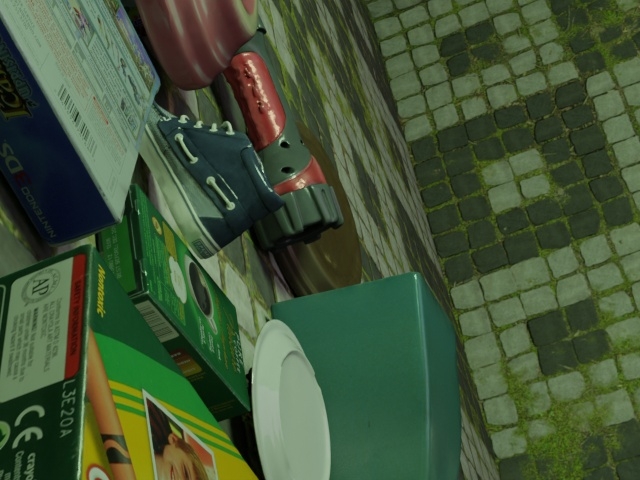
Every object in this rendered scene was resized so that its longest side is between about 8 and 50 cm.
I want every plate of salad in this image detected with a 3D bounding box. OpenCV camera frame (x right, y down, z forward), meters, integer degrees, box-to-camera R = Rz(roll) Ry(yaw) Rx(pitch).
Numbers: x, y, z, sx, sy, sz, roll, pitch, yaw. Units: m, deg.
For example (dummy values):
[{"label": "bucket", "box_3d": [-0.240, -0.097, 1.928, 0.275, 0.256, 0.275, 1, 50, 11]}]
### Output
[{"label": "plate of salad", "box_3d": [-0.035, 0.172, 1.138, 0.200, 0.048, 0.200, -11, 90, -74]}]

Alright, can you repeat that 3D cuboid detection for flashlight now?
[{"label": "flashlight", "box_3d": [-0.073, -0.140, 1.412, 0.103, 0.103, 0.304, 132, -63, -72]}]

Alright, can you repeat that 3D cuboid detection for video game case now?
[{"label": "video game case", "box_3d": [-0.207, -0.168, 0.858, 0.244, 0.061, 0.270, -88, 156, -60]}]

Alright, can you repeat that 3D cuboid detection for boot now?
[{"label": "boot", "box_3d": [-0.103, -0.076, 1.053, 0.190, 0.086, 0.069, 59, 2, 27]}]

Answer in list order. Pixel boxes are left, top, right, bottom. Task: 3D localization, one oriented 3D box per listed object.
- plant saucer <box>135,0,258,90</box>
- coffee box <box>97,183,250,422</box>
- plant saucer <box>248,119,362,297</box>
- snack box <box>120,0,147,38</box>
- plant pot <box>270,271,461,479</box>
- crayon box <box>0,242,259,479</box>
[{"label": "plant saucer", "box_3d": [-0.124, -0.312, 1.185, 0.332, 0.084, 0.332, -8, 90, -84]}, {"label": "coffee box", "box_3d": [-0.114, 0.054, 0.971, 0.184, 0.040, 0.113, 57, 15, -49]}, {"label": "plant saucer", "box_3d": [-0.012, -0.036, 1.567, 0.278, 0.041, 0.278, 55, 24, -39]}, {"label": "snack box", "box_3d": [-0.181, -0.278, 1.248, 0.141, 0.037, 0.100, -91, 158, -58]}, {"label": "plant pot", "box_3d": [0.059, 0.186, 1.300, 0.166, 0.165, 0.234, 52, 28, -58]}, {"label": "crayon box", "box_3d": [-0.084, 0.238, 0.604, 0.363, 0.106, 0.313, -98, 164, -47]}]
